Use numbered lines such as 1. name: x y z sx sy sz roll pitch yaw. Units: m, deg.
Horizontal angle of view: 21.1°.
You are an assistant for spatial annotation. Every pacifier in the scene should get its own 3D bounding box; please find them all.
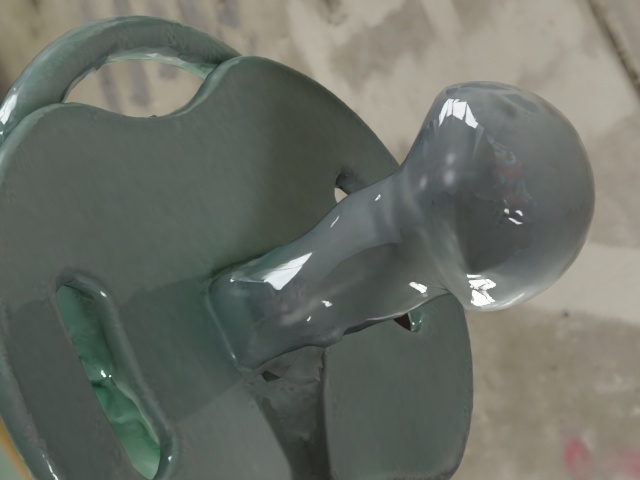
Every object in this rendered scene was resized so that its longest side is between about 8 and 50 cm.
1. pacifier: 0.000 0.000 0.785 0.269 0.343 0.288 -28 90 32

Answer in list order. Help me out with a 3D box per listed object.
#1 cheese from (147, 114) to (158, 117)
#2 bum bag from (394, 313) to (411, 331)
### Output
1. cheese: -0.076 -0.023 1.424 0.191 0.042 0.105 26 111 -2
2. bum bag: 0.012 0.056 1.211 0.109 0.159 0.026 40 150 -1
